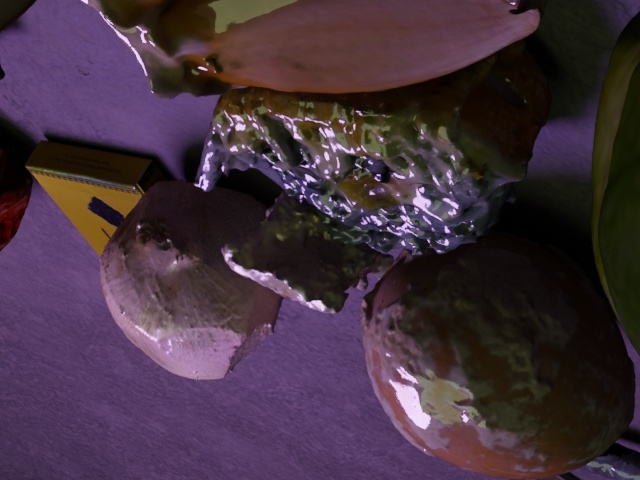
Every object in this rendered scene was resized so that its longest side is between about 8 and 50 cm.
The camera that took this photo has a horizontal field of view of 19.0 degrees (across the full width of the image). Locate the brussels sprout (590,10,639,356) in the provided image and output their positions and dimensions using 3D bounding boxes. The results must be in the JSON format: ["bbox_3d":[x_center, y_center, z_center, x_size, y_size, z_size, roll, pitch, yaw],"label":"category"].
[{"bbox_3d":[0.306,-0.034,1.062,0.276,0.315,0.371,13,156,-19],"label":"brussels sprout"}]

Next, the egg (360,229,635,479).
[{"bbox_3d":[0.148,0.097,1.583,0.245,0.203,0.203,33,156,-9],"label":"egg"}]

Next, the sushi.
[{"bbox_3d":[0.036,-0.091,1.417,0.274,0.139,0.184,12,152,29],"label":"sushi"}]

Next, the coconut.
[{"bbox_3d":[-0.117,0.034,1.795,0.194,0.194,0.194,25,156,12],"label":"coconut"}]

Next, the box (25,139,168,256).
[{"bbox_3d":[-0.175,0.005,1.970,0.153,0.041,0.279,13,150,36],"label":"box"}]

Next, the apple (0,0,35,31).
[{"bbox_3d":[-0.365,-0.225,1.459,0.346,0.254,0.179,-1,141,-21],"label":"apple"}]

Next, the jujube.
[{"bbox_3d":[-0.397,-0.038,2.015,0.168,0.168,0.236,41,137,-21],"label":"jujube"}]

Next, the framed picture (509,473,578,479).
[{"bbox_3d":[0.259,0.283,2.050,0.109,0.011,0.149,35,156,-8],"label":"framed picture"}]

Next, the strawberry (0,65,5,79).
[{"bbox_3d":[-0.443,-0.217,1.734,0.306,0.138,0.233,16,154,26],"label":"strawberry"}]

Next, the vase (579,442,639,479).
[{"bbox_3d":[0.271,0.206,1.828,0.167,0.059,0.059,19,154,26],"label":"vase"}]

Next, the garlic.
[{"bbox_3d":[0.003,-0.196,1.175,0.313,0.249,0.286,-15,117,30],"label":"garlic"}]

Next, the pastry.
[{"bbox_3d":[-0.005,-0.003,1.587,0.121,0.089,0.258,24,-173,7],"label":"pastry"}]
